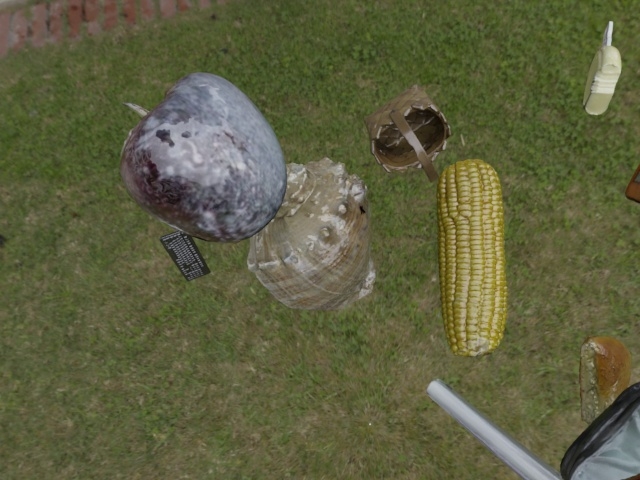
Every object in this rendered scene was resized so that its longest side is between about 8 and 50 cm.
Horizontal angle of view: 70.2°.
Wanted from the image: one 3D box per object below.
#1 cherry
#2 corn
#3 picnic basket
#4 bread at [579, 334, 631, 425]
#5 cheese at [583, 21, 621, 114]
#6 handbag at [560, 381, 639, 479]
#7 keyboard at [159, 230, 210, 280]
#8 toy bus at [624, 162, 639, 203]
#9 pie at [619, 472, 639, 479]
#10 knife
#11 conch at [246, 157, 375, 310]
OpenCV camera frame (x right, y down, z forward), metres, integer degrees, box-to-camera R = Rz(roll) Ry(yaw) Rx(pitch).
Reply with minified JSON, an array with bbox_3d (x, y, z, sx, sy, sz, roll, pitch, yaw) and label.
[{"bbox_3d":[-0.185,-0.131,0.732,0.296,0.218,0.255,40,41,-20],"label":"cherry"},{"bbox_3d":[0.173,0.016,0.518,0.080,0.080,0.231,0,70,6],"label":"corn"},{"bbox_3d":[0.158,-0.172,0.794,0.137,0.128,0.179,-32,44,20],"label":"picnic basket"},{"bbox_3d":[0.465,0.208,0.729,0.136,0.154,0.054,-19,20,-37],"label":"bread"},{"bbox_3d":[0.667,-0.423,1.071,0.050,0.127,0.255,13,65,18],"label":"cheese"},{"bbox_3d":[0.476,0.327,0.533,0.332,0.075,0.192,36,105,13],"label":"handbag"},{"bbox_3d":[-0.250,0.031,0.854,0.053,0.155,0.010,-22,57,-9],"label":"keyboard"},{"bbox_3d":[0.442,-0.007,0.373,0.093,0.409,0.092,3,111,-11],"label":"toy bus"},{"bbox_3d":[0.259,0.208,0.346,0.182,0.182,0.050,-19,45,-2],"label":"pie"},{"bbox_3d":[0.304,0.341,0.800,0.265,0.073,0.041,36,101,25],"label":"knife"},{"bbox_3d":[0.005,-0.003,0.940,0.352,0.210,0.297,44,71,-9],"label":"conch"}]
